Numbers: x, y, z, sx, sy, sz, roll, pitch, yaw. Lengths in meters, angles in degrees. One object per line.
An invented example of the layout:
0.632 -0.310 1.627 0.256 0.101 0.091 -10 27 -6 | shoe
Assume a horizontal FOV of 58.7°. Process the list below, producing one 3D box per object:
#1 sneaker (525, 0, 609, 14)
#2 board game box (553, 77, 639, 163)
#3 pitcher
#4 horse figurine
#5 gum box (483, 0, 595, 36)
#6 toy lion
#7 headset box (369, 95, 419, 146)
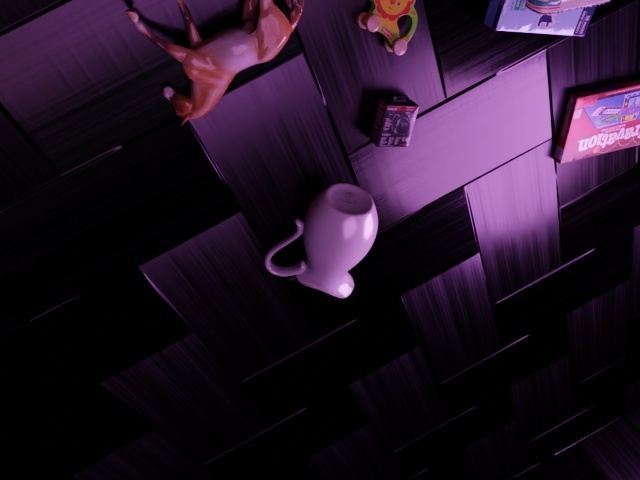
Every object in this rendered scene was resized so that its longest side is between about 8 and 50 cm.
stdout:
0.386 -0.393 0.848 0.161 0.057 0.075 -16 136 -9 | sneaker
0.605 -0.248 1.139 0.282 0.027 0.145 -15 131 -14 | board game box
0.000 0.000 1.000 0.178 0.125 0.207 7 134 -11 | pitcher
-0.121 -0.280 0.755 0.263 0.066 0.174 -31 126 3 | horse figurine
0.364 -0.409 0.893 0.185 0.041 0.156 -5 127 -21 | gum box
0.108 -0.340 0.839 0.100 0.034 0.096 27 103 -38 | toy lion
0.124 -0.200 0.950 0.062 0.032 0.083 -5 126 -22 | headset box
